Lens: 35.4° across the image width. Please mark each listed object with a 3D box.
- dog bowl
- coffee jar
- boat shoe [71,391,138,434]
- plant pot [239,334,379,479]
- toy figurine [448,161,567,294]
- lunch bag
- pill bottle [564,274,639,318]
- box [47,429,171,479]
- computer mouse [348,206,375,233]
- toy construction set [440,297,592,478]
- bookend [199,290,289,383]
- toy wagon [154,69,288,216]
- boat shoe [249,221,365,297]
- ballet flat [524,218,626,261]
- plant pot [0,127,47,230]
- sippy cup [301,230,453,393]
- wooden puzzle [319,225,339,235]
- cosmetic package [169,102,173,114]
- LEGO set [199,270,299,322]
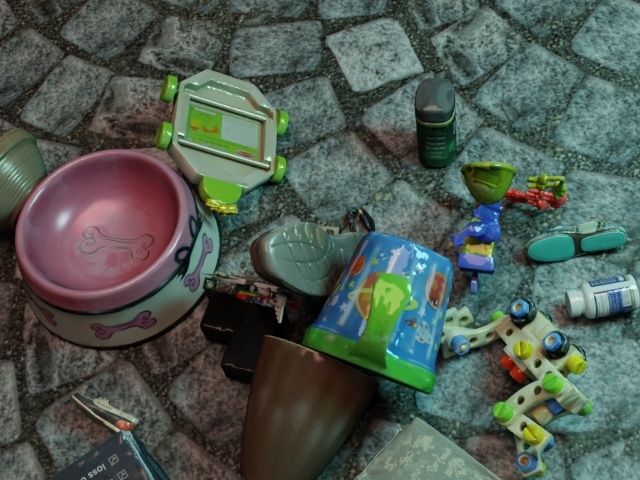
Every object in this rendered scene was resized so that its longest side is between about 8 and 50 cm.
[{"bbox_3d":[-0.408,-0.002,1.959,0.407,0.150,0.408,-4,57,6],"label":"dog bowl"},{"bbox_3d":[0.228,-0.232,1.976,0.079,0.184,0.096,3,60,11],"label":"coffee jar"},{"bbox_3d":[-0.393,0.310,1.822,0.137,0.049,0.043,28,63,21],"label":"boat shoe"},{"bbox_3d":[-0.041,0.308,1.693,0.215,0.215,0.231,18,78,19],"label":"plant pot"},{"bbox_3d":[0.315,-0.004,1.778,0.191,0.362,0.217,16,88,9],"label":"toy figurine"},{"bbox_3d":[0.173,0.448,1.575,0.287,0.169,0.235,39,71,23],"label":"lunch bag"},{"bbox_3d":[0.502,0.103,1.794,0.120,0.067,0.067,-11,57,2],"label":"pill bottle"},{"bbox_3d":[-0.337,0.632,1.466,0.479,0.297,0.472,-33,58,-11],"label":"box"},{"bbox_3d":[0.125,0.017,1.924,0.071,0.041,0.242,-33,59,-10],"label":"computer mouse"},{"bbox_3d":[0.329,0.221,1.715,0.215,0.151,0.328,-48,52,9],"label":"toy construction set"},{"bbox_3d":[-0.156,0.186,1.845,0.156,0.072,0.157,10,60,14],"label":"bookend"},{"bbox_3d":[-0.200,-0.189,2.021,0.267,0.068,0.345,15,57,-22],"label":"toy wagon"},{"bbox_3d":[-0.030,0.047,1.784,0.130,0.355,0.132,-12,79,29],"label":"boat shoe"},{"bbox_3d":[0.473,-0.003,1.877,0.188,0.070,0.070,-6,58,3],"label":"ballet flat"},{"bbox_3d":[-0.625,-0.101,2.027,0.109,0.237,0.237,34,67,-1],"label":"plant pot"},{"bbox_3d":[0.113,0.114,1.686,0.305,0.240,0.224,7,74,60],"label":"sippy cup"},{"bbox_3d":[0.000,0.000,1.971,0.116,0.014,0.079,-2,58,8],"label":"wooden puzzle"},{"bbox_3d":[-0.258,-0.268,2.152,0.115,0.060,0.041,8,61,16],"label":"cosmetic package"},{"bbox_3d":[-0.119,0.099,1.813,0.182,0.244,0.060,12,90,19],"label":"LEGO set"}]
